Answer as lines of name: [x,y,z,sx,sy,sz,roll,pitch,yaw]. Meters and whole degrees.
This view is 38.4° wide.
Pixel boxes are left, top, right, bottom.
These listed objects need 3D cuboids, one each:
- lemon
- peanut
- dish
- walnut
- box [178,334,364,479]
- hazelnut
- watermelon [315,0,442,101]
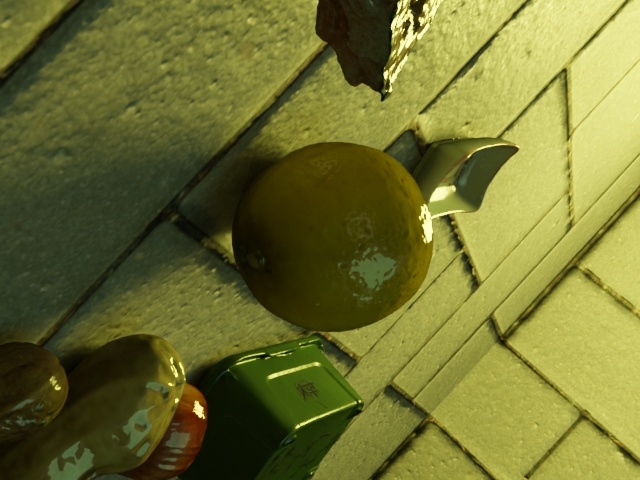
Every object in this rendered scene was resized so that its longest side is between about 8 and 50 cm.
lemon: [0.000,0.000,1.127,0.219,0.240,0.240,-15,142,-33]
peanut: [-0.288,0.237,1.103,0.305,0.147,0.147,-38,155,-18]
dish: [0.226,-0.112,1.534,0.212,0.077,0.151,-15,143,-52]
walnut: [-0.330,0.162,0.971,0.124,0.105,0.105,-30,151,-35]
box: [-0.089,0.312,1.531,0.253,0.178,0.328,-55,156,20]
hazelnut: [-0.236,0.253,1.258,0.150,0.150,0.150,-38,155,-21]
watermelon: [0.073,-0.320,0.824,0.302,0.151,0.264,-54,165,-16]
